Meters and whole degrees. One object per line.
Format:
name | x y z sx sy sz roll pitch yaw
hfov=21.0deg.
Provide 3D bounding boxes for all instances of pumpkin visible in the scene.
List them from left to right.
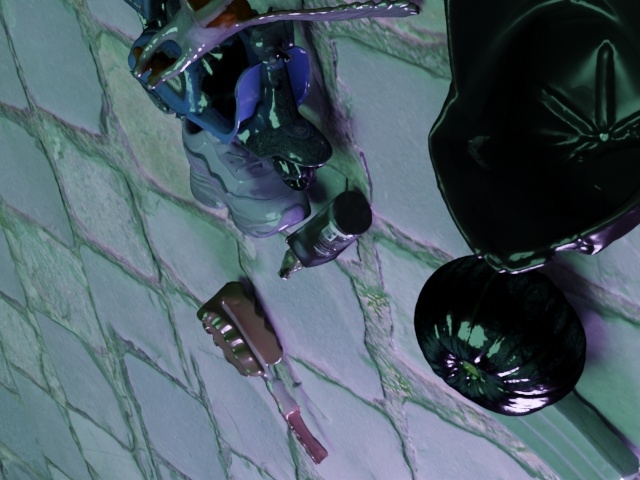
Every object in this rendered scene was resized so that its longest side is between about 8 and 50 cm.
pumpkin | 0.195 0.098 1.861 0.202 0.140 0.202 30 151 18

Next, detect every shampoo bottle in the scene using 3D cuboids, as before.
shampoo bottle | 0.000 -0.001 2.154 0.057 0.063 0.208 57 153 4

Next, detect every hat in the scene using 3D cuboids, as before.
hat | 0.236 -0.150 1.541 0.238 0.209 0.336 10 113 29

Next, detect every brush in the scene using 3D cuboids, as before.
brush | -0.073 0.199 2.485 0.071 0.084 0.301 -4 121 59

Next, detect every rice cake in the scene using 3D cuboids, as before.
rice cake | 0.264 0.211 1.970 0.237 0.043 0.127 43 151 24

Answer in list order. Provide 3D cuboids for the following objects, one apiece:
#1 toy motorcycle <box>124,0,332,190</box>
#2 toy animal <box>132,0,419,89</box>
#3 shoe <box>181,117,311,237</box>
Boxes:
toy motorcycle | -0.112 -0.210 2.047 0.358 0.125 0.212 39 146 32
toy animal | -0.098 -0.229 1.765 0.302 0.284 0.225 -35 91 35
shoe | -0.102 -0.094 2.189 0.245 0.095 0.137 30 146 52
